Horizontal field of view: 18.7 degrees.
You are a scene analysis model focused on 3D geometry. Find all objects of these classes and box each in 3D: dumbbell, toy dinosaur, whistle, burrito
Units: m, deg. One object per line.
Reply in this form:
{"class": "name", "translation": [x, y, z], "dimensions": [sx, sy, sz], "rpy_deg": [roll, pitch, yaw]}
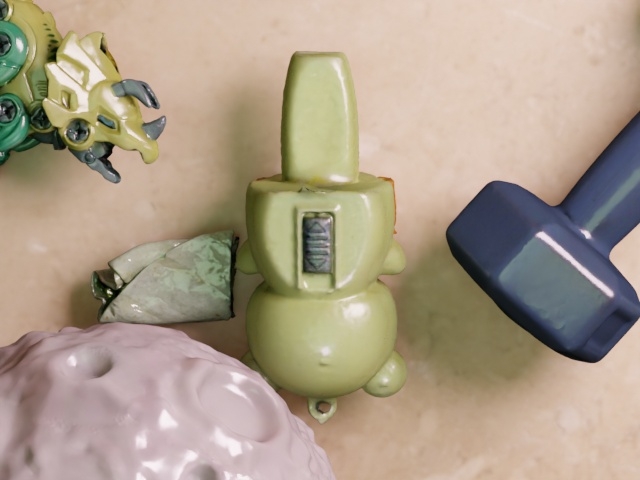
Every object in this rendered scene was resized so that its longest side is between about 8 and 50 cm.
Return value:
{"class": "dumbbell", "translation": [0.247, -0.064, 1.442], "dimensions": [0.144, 0.160, 0.325], "rpy_deg": [36, 100, -34]}
{"class": "toy dinosaur", "translation": [-0.234, -0.146, 1.474], "dimensions": [0.153, 0.094, 0.259], "rpy_deg": [-30, 88, 5]}
{"class": "whistle", "translation": [0.000, 0.000, 1.475], "dimensions": [0.131, 0.106, 0.288], "rpy_deg": [0, 99, 4]}
{"class": "burrito", "translation": [-0.121, 0.030, 1.514], "dimensions": [0.118, 0.044, 0.074], "rpy_deg": [-3, 101, -1]}

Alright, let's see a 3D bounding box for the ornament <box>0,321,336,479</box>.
{"class": "ornament", "translation": [-0.152, 0.229, 1.398], "dimensions": [0.337, 0.337, 0.337], "rpy_deg": [0, 98, 1]}
